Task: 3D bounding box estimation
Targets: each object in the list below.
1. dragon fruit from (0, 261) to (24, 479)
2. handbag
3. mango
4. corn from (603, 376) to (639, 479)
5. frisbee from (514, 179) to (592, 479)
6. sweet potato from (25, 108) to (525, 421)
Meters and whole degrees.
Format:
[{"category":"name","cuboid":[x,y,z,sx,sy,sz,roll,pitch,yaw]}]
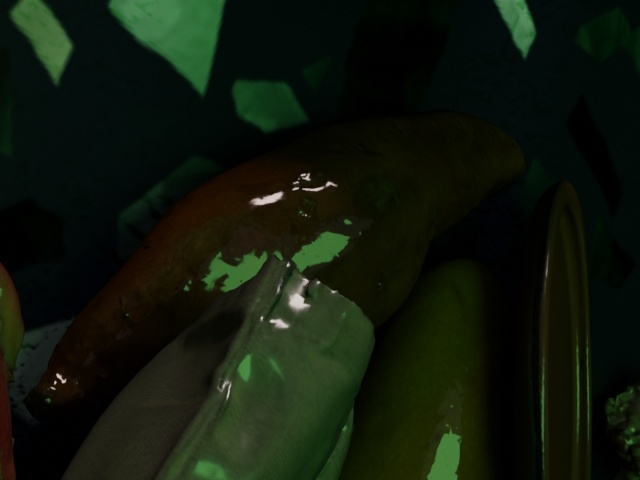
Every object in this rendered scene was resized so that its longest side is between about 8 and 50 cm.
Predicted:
[{"category":"dragon fruit","cuboid":[-0.237,0.098,0.718,0.315,0.250,0.250,-39,119,-12]},{"category":"handbag","cuboid":[-0.075,0.154,0.842,0.109,0.316,0.253,30,67,6]},{"category":"mango","cuboid":[0.053,0.132,1.031,0.138,0.113,0.253,35,67,-59]},{"category":"corn","cuboid":[0.284,0.183,1.249,0.280,0.092,0.092,46,66,-32]},{"category":"frisbee","cuboid":[0.134,0.091,1.072,0.251,0.021,0.250,-1,90,-75]},{"category":"sweet potato","cuboid":[-0.004,0.001,0.973,0.359,0.112,0.112,-30,113,-34]}]
